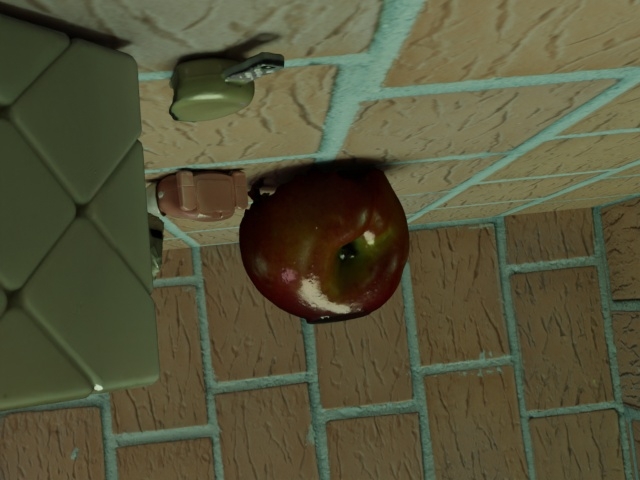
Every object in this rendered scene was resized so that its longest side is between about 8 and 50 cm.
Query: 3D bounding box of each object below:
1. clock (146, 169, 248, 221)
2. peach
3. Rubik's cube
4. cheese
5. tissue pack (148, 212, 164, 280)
[{"bbox_3d":[-0.233,-0.076,1.544,0.165,0.093,0.162,-4,178,-36],"label":"clock"},{"bbox_3d":[0.008,0.015,1.692,0.334,0.310,0.406,-8,177,-25],"label":"peach"},{"bbox_3d":[-0.363,-0.008,0.704,0.315,0.322,0.318,-10,173,31],"label":"Rubik's cube"},{"bbox_3d":[-0.106,-0.161,0.845,0.092,0.048,0.171,-7,177,-25],"label":"cheese"},{"bbox_3d":[-0.550,0.021,1.710,0.375,0.195,0.390,-3,176,13],"label":"tissue pack"}]
